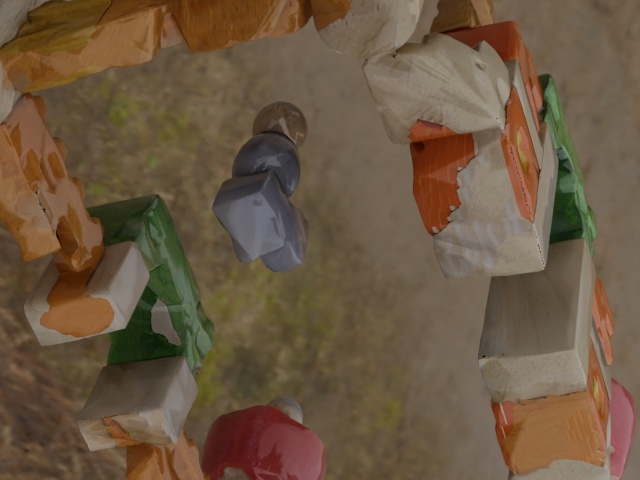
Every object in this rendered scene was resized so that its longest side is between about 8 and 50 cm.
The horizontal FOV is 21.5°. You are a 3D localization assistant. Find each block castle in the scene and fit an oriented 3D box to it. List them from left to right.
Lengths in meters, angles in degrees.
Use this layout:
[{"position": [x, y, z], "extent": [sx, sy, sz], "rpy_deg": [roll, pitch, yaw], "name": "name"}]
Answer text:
[{"position": [0.000, 0.000, 0.976], "extent": [0.213, 0.303, 0.453], "rpy_deg": [-71, 146, -55], "name": "block castle"}]
